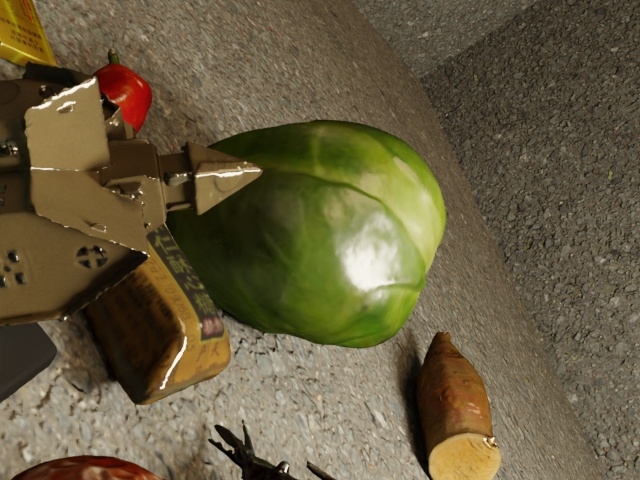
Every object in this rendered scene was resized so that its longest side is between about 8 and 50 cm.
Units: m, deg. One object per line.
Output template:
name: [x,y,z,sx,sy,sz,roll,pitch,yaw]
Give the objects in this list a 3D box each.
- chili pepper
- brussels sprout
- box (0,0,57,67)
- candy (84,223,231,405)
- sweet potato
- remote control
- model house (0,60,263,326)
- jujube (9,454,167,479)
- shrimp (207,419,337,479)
chili pepper: [-0.265,-0.148,0.899,0.137,0.092,0.368,57,18,-4]
brussels sprout: [0.000,0.000,1.056,0.371,0.314,0.276,31,56,-62]
box: [-0.358,-0.265,0.955,0.156,0.022,0.089,64,19,17]
candy: [-0.187,0.029,0.823,0.271,0.101,0.143,57,25,15]
sweet potato: [0.216,0.256,1.411,0.131,0.131,0.337,47,22,-30]
remote control: [-0.270,0.110,0.605,0.063,0.025,0.245,52,19,-5]
model house: [-0.170,-0.061,0.688,0.181,0.248,0.176,-111,-163,-44]
jujube: [-0.140,0.233,0.564,0.236,0.168,0.168,53,14,-64]
shrimp: [-0.014,0.303,0.750,0.372,0.172,0.137,31,-18,52]
